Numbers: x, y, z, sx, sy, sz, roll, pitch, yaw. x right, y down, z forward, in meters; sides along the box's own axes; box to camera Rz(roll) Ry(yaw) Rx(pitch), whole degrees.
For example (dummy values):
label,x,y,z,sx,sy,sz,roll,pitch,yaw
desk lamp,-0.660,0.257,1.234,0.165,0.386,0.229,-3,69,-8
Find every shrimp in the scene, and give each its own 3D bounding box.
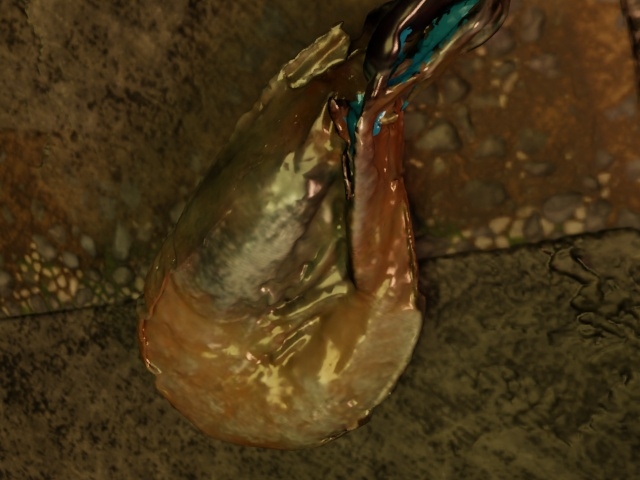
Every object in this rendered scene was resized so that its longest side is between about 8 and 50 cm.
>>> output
label,x,y,z,sx,sy,sz,roll,pitch,yaw
shrimp,0.000,0.000,0.647,0.221,0.110,0.445,32,119,4
